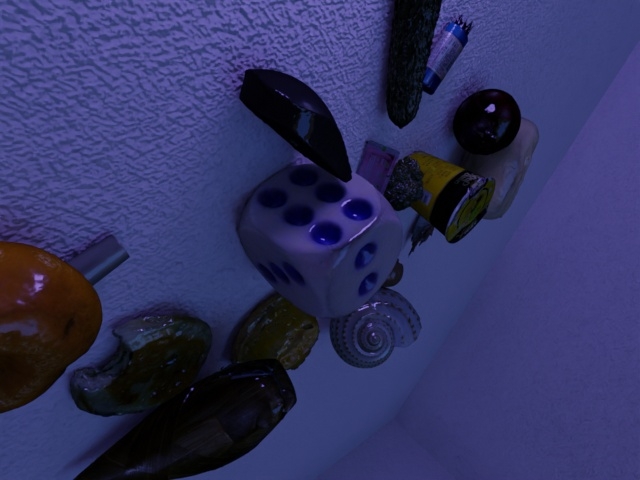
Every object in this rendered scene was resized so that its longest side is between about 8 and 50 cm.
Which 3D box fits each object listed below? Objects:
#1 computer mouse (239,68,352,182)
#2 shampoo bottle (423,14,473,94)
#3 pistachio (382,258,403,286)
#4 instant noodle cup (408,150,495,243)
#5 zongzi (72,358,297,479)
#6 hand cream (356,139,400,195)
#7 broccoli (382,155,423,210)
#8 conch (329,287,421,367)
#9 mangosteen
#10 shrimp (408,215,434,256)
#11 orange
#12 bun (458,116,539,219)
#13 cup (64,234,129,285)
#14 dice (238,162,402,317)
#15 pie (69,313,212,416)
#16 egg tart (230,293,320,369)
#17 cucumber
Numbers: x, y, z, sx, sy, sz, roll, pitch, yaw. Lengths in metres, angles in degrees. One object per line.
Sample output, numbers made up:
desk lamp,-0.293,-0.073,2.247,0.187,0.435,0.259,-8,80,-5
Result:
computer mouse,-0.027,-0.206,0.815,0.087,0.168,0.295,-54,153,2
shampoo bottle,0.297,-0.446,1.107,0.183,0.050,0.087,-57,148,11
pistachio,0.211,0.099,1.532,0.124,0.124,0.185,-51,155,0
instant noodle cup,0.339,-0.138,1.320,0.215,0.236,0.216,-35,146,-27
zongzi,-0.298,0.425,1.035,0.432,0.208,0.403,-9,155,-43
hand cream,0.118,-0.123,1.197,0.078,0.050,0.275,8,126,-14
broccoli,0.203,-0.153,1.228,0.162,0.145,0.138,114,-8,-48
conch,0.162,0.258,1.538,0.302,0.319,0.215,-28,116,-5
mangosteen,0.493,-0.359,1.363,0.194,0.194,0.231,92,21,-47
shrimp,0.360,-0.033,1.635,0.090,0.079,0.233,-77,-169,-62
orange,-0.422,0.111,0.614,0.248,0.183,0.249,-19,143,-15
bun,0.583,-0.244,1.572,0.361,0.213,0.361,-51,155,-35
cup,-0.354,0.039,0.749,0.083,0.054,0.075,-40,148,-23
dice,0.000,0.000,0.992,0.243,0.259,0.251,-41,148,-21
pie,-0.359,0.263,0.979,0.302,0.067,0.303,-34,148,-25
egg tart,-0.104,0.274,1.290,0.315,0.120,0.315,-34,145,-28
cucumber,0.192,-0.396,0.975,0.096,0.096,0.360,-36,148,-25
